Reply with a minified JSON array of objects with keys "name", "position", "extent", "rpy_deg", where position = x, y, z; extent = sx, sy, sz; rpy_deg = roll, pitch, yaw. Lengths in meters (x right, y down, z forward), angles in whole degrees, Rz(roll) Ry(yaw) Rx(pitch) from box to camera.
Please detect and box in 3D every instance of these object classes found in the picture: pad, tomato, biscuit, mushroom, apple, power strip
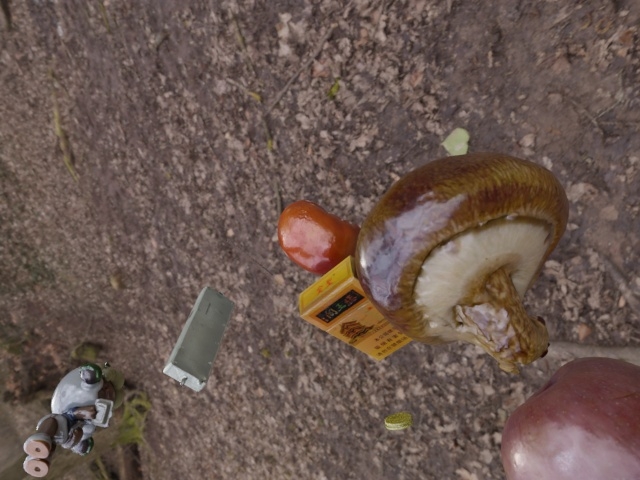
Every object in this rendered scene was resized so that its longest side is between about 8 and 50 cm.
[{"name":"pad","position":[-0.218,0.050,1.482],"extent":[0.170,0.006,0.245],"rpy_deg":[40,171,-6]},{"name":"tomato","position":[-0.004,-0.002,1.382],"extent":[0.259,0.180,0.260],"rpy_deg":[31,-177,-2]},{"name":"biscuit","position":[0.229,0.528,1.439],"extent":[0.084,0.084,0.023],"rpy_deg":[-16,87,51]},{"name":"mushroom","position":[0.232,0.035,0.731],"extent":[0.260,0.345,0.346],"rpy_deg":[-124,26,-43]},{"name":"apple","position":[0.426,0.318,0.754],"extent":[0.235,0.305,0.306],"rpy_deg":[47,144,25]},{"name":"power strip","position":[-0.312,0.251,1.300],"extent":[0.106,0.367,0.043],"rpy_deg":[35,114,-14]}]

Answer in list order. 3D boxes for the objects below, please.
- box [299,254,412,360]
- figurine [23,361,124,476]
[{"name":"box","position":[0.106,0.168,1.161],"extent":[0.274,0.076,0.174],"rpy_deg":[34,120,-29]},{"name":"figurine","position":[-0.336,0.243,0.691],"extent":[0.197,0.093,0.147],"rpy_deg":[-121,43,-70]}]
